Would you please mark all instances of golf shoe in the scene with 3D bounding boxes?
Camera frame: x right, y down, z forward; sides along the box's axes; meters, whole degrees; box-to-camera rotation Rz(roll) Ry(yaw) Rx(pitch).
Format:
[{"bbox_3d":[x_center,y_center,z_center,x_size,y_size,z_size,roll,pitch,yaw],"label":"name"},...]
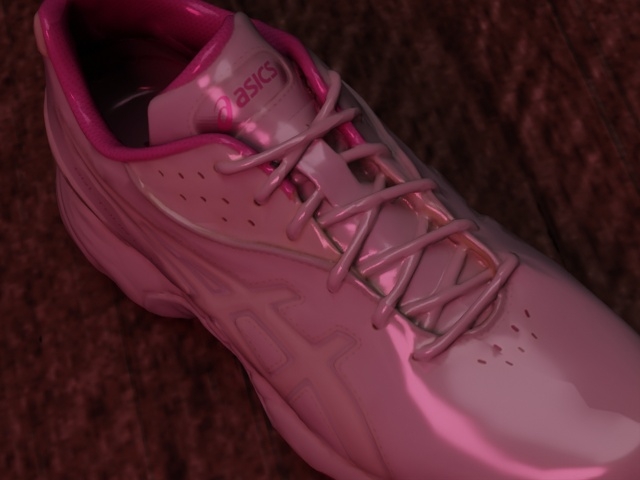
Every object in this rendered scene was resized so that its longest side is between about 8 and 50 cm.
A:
[{"bbox_3d":[0.000,0.000,0.606,0.306,0.140,0.115,31,65,28],"label":"golf shoe"}]
